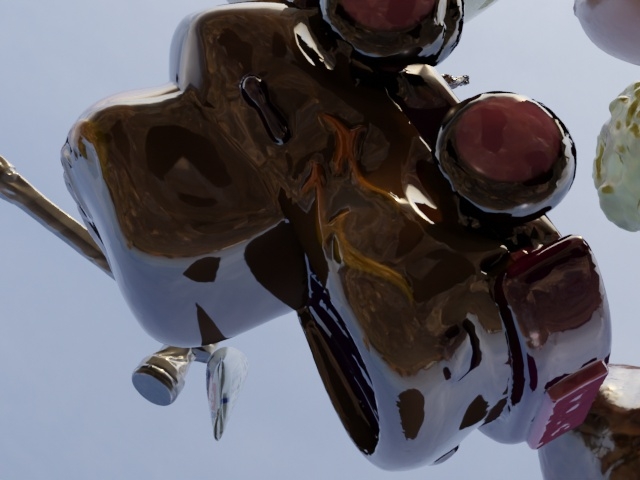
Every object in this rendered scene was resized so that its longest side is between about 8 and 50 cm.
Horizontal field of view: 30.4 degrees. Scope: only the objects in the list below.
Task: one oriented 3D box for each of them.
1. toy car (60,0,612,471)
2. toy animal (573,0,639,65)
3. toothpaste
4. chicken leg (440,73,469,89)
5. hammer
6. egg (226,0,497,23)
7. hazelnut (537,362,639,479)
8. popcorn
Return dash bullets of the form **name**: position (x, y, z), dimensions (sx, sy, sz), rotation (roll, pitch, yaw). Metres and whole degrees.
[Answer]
- **toy car**: position (0.000, 0.000, 0.724), dimensions (0.240, 0.271, 0.341), rotation (-27, -117, -14)
- **toy animal**: position (0.317, -0.166, 0.889), dimensions (0.256, 0.213, 0.195), rotation (35, -66, 5)
- **toothpaste**: position (-0.068, 0.099, 0.839), dimensions (0.033, 0.218, 0.052), rotation (3, -90, -3)
- **chicken leg**: position (0.119, -0.162, 1.210), dimensions (0.083, 0.036, 0.021), rotation (-7, -89, -14)
- **hammer**: position (-0.260, -0.032, 1.027), dimensions (0.427, 0.044, 0.152), rotation (37, -130, -8)
- **egg**: position (0.063, -0.308, 1.004), dimensions (0.345, 0.283, 0.283), rotation (-19, -121, 34)
- **hazelnut**: position (0.253, 0.179, 0.905), dimensions (0.178, 0.178, 0.204), rotation (-28, -129, -8)
- **popcorn**: position (0.461, -0.109, 1.515), dimensions (0.194, 0.256, 0.255), rotation (-1, -103, -34)
